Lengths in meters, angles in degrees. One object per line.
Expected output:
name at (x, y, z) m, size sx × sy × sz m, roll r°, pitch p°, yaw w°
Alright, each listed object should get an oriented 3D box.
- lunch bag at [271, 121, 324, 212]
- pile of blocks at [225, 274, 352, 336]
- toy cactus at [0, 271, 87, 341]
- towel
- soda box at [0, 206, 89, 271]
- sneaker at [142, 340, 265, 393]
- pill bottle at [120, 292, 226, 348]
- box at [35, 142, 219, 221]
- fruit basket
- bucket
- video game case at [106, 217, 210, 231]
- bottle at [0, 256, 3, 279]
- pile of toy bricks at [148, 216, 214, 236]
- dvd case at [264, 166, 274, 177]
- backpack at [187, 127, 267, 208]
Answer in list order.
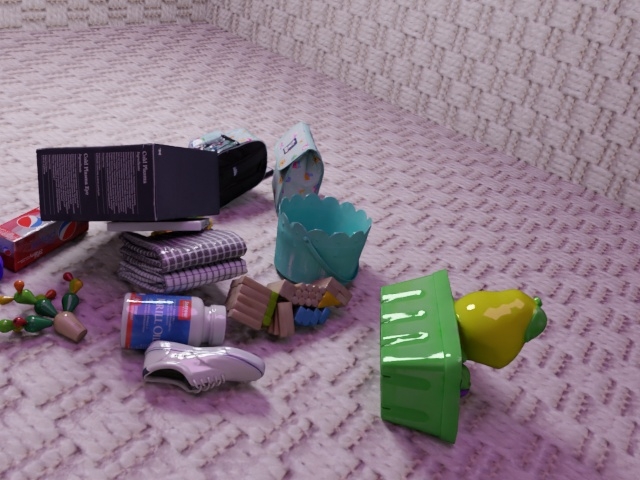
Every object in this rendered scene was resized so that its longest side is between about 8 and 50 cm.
lunch bag at (-0.077, -0.245, 2.006) m, size 0.160 × 0.262 × 0.223 m, roll 7°, pitch 32°, yaw -13°
pile of blocks at (-0.090, 0.169, 1.505) m, size 0.362 × 0.149 × 0.112 m, roll 3°, pitch -12°, yaw -36°
toy cactus at (-0.590, 0.151, 1.316) m, size 0.180 × 0.112 × 0.219 m, roll 33°, pitch 25°, yaw 11°
towel at (-0.351, 0.034, 1.486) m, size 0.235 × 0.121 × 0.283 m, roll -15°, pitch 18°, yaw -39°
soda box at (-0.721, -0.026, 1.540) m, size 0.083 × 0.092 × 0.263 m, roll 23°, pitch 31°, yaw 13°
sneaker at (-0.248, 0.281, 1.260) m, size 0.258 × 0.094 × 0.091 m, roll 6°, pitch 45°, yaw -2°
pill bottle at (-0.328, 0.184, 1.332) m, size 0.221 × 0.124 × 0.124 m, roll 4°, pitch 32°, yaw -16°
box at (-0.468, -0.143, 1.505) m, size 0.312 × 0.179 × 0.343 m, roll 0°, pitch 5°, yaw 16°
fruit basket at (0.317, 0.238, 1.358) m, size 0.392 × 0.283 × 0.392 m, roll -2°, pitch 30°, yaw 1°
bucket at (0.000, 0.000, 1.692) m, size 0.281 × 0.183 × 0.281 m, roll 10°, pitch 25°, yaw -5°
video game case at (-0.412, -0.043, 1.547) m, size 0.226 × 0.026 × 0.206 m, roll -1°, pitch 5°, yaw -4°
bottle at (-0.867, 0.013, 1.414) m, size 0.283 × 0.092 × 0.118 m, roll 34°, pitch 35°, yaw 30°
pile of toy bricks at (-0.384, -0.052, 1.713) m, size 0.118 × 0.105 × 0.212 m, roll 28°, pitch 33°, yaw 22°
dvd case at (-0.308, -0.249, 2.149) m, size 0.180 × 0.022 × 0.253 m, roll 26°, pitch 32°, yaw 19°
backpack at (-0.298, -0.247, 1.931) m, size 0.253 × 0.225 × 0.191 m, roll -29°, pitch 53°, yaw -31°
